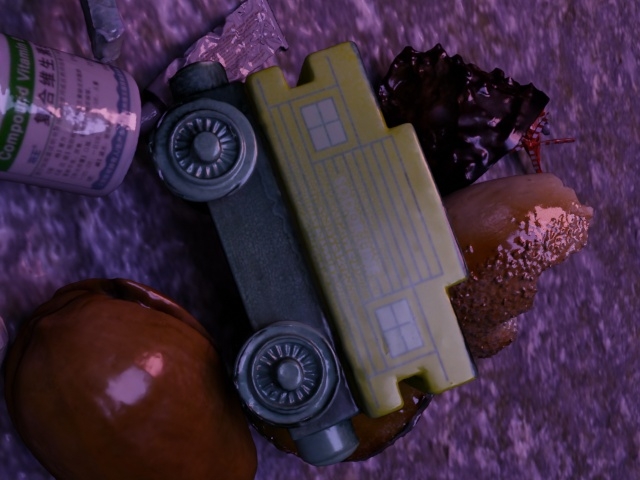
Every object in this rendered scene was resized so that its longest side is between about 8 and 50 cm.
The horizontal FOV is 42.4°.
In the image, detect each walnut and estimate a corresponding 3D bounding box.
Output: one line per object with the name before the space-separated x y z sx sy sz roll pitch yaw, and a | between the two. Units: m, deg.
walnut | -0.177 0.185 0.845 0.209 0.209 0.336 -50 120 -26

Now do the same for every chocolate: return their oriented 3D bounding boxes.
chocolate | 0.159 -0.178 1.108 0.224 0.206 0.177 -43 99 14

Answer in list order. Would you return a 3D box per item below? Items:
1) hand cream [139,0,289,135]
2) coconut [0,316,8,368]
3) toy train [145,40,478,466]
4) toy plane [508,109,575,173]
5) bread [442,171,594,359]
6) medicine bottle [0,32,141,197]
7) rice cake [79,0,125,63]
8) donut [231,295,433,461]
hand cream | -0.127 -0.206 0.968 0.257 0.050 0.084 -45 115 -32
coconut | -0.343 0.098 0.762 0.110 0.110 0.124 -47 115 -27
toy train | 0.000 0.000 0.868 0.272 0.179 0.442 -20 88 -7
toy plane | 0.350 -0.146 1.319 0.194 0.126 0.077 40 40 -31
bread | 0.188 0.038 1.068 0.192 0.314 0.171 12 48 -33
medicine bottle | -0.301 -0.126 0.773 0.236 0.139 0.139 12 84 -37
rice cake | -0.230 -0.270 0.829 0.034 0.043 0.211 -8 67 -23
donut | 0.016 0.120 0.995 0.271 0.107 0.272 0 91 2
